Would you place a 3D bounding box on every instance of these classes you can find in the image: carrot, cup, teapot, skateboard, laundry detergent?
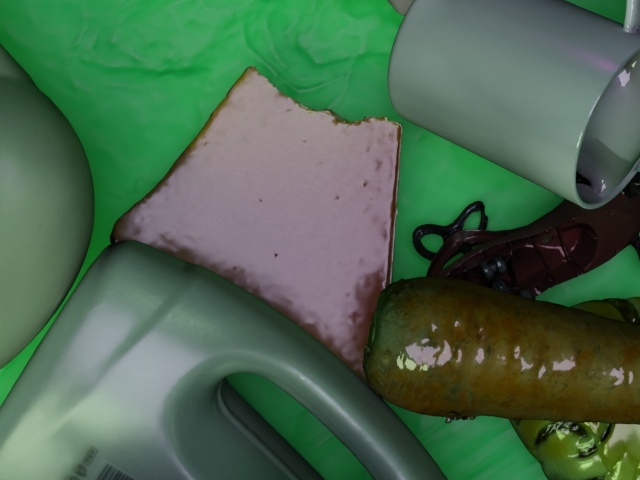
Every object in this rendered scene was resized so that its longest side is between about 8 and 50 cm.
[{"bbox_3d":[0.172,0.071,0.977,0.298,0.078,0.078,7,92,0],"label":"carrot"},{"bbox_3d":[0.125,-0.103,1.003,0.133,0.099,0.136,28,85,30],"label":"cup"},{"bbox_3d":[-0.280,0.002,1.007,0.318,0.149,0.220,-26,47,15],"label":"teapot"},{"bbox_3d":[0.123,-0.001,1.043,0.151,0.080,0.067,-22,126,-11],"label":"skateboard"},{"bbox_3d":[-0.007,0.197,1.014,0.398,0.124,0.264,32,110,-3],"label":"laundry detergent"}]

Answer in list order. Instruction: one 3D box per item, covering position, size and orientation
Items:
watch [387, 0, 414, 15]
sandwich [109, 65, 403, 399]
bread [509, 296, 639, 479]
[{"bbox_3d":[0.035,-0.286,0.989,0.211,0.248,0.217,-27,65,5],"label":"watch"},{"bbox_3d":[0.000,0.000,1.053,0.193,0.058,0.162,40,93,0],"label":"sandwich"},{"bbox_3d":[0.175,0.101,1.044,0.130,0.071,0.139,-16,92,-1],"label":"bread"}]
